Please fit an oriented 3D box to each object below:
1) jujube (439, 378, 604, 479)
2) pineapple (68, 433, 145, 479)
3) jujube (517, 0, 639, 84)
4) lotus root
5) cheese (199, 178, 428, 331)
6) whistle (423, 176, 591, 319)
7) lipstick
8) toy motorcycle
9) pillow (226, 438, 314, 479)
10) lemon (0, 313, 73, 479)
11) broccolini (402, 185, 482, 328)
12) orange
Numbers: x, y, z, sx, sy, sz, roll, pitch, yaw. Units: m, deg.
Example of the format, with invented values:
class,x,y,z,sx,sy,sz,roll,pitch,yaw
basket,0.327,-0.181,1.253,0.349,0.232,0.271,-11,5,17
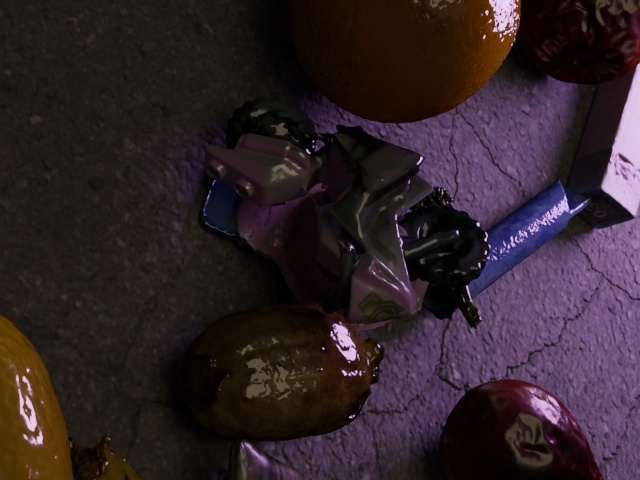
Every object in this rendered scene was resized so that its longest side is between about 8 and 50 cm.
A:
class,x,y,z,sx,sy,sz,roll,pitch,yaw
jujube,0.249,0.266,1.760,0.236,0.168,0.168,38,57,-27
pineapple,-0.190,0.310,1.451,0.233,0.079,0.135,50,53,-20
jujube,0.363,-0.337,1.986,0.213,0.213,0.232,25,62,-30
lotus root,-0.031,0.140,1.591,0.260,0.128,0.145,-4,86,-40
cheese,0.000,0.000,1.691,0.286,0.074,0.189,24,61,-16
whistle,0.239,0.004,1.883,0.304,0.062,0.062,-34,99,-39
lipstick,0.434,-0.191,2.078,0.079,0.076,0.371,36,58,-23
toy motorcycle,0.014,-0.027,1.585,0.327,0.143,0.188,33,57,13
pillow,-0.047,0.332,1.543,0.212,0.052,0.208,40,51,-54
lemon,-0.350,0.198,1.212,0.336,0.336,0.336,11,71,-35
broccolini,0.154,0.027,1.763,0.058,0.074,0.201,0,52,-38
orange,0.097,-0.269,1.715,0.274,0.274,0.274,11,71,-35
